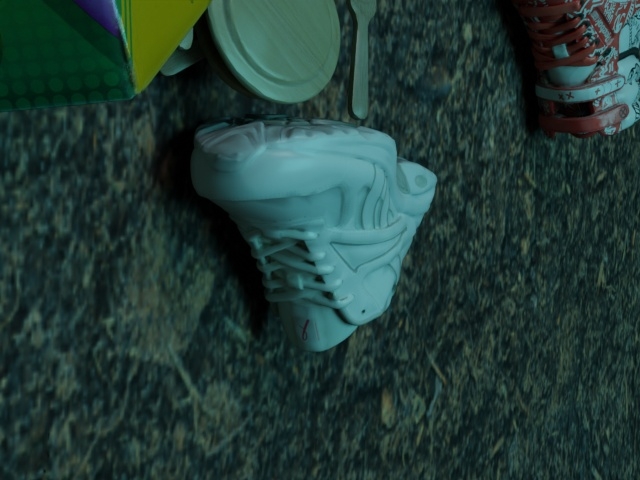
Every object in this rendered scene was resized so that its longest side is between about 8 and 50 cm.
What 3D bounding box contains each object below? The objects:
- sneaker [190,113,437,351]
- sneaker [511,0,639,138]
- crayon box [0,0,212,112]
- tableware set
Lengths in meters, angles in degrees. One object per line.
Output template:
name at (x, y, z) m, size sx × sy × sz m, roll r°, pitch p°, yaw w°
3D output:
sneaker at (0.000, 0.000, 0.922) m, size 0.232 × 0.090 × 0.115 m, roll 18°, pitch 79°, yaw -65°
sneaker at (0.195, -0.155, 1.346) m, size 0.270 × 0.090 × 0.145 m, roll 8°, pitch 83°, yaw -69°
crayon box at (-0.083, -0.173, 0.650) m, size 0.278 × 0.081 × 0.165 m, roll -67°, pitch 150°, yaw -62°
tableware set at (-0.029, -0.157, 0.878) m, size 0.128 × 0.039 × 0.194 m, roll 19°, pitch 68°, yaw -40°
